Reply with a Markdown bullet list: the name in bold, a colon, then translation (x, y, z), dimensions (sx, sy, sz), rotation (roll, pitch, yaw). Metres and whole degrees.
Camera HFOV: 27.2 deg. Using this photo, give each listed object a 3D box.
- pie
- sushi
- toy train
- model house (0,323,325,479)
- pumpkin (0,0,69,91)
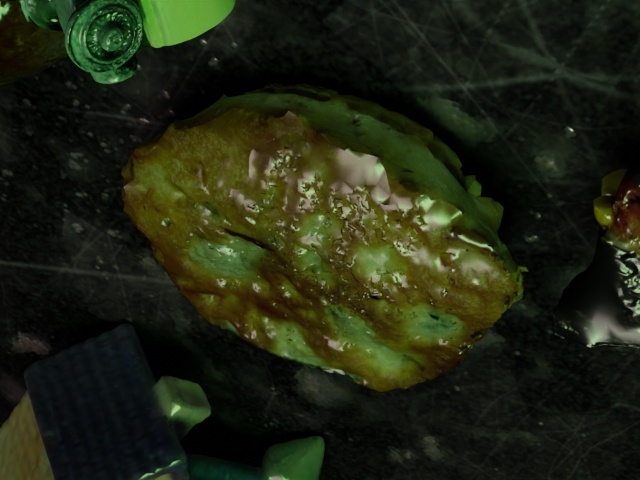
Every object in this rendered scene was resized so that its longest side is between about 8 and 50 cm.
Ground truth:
- **pie**: translation (0.000, 0.000, 1.114), dimensions (0.355, 0.103, 0.288), rotation (18, 140, 13)
- **sushi**: translation (0.277, -0.008, 0.944), dimensions (0.172, 0.153, 0.150), rotation (16, 125, 43)
- **toy train**: translation (-0.142, -0.234, 0.909), dimensions (0.105, 0.157, 0.253), rotation (41, 154, 45)
- **model house**: translation (-0.175, 0.251, 1.401), dimensions (0.312, 0.245, 0.280), rotation (19, 118, -35)
- **pumpkin**: translation (-0.229, -0.180, 1.010), dimensions (0.149, 0.130, 0.254), rotation (18, 138, 7)
